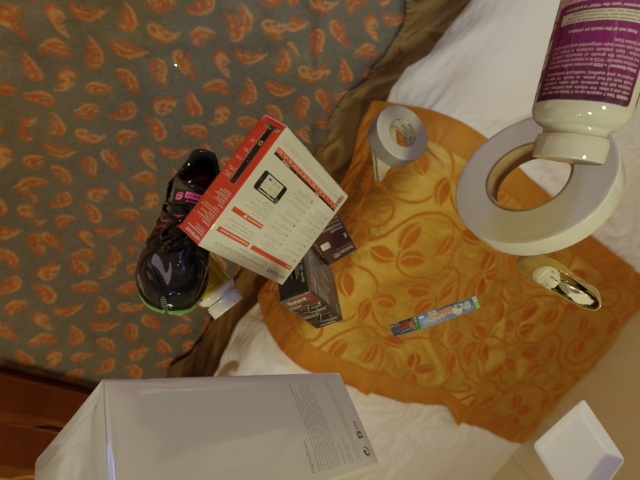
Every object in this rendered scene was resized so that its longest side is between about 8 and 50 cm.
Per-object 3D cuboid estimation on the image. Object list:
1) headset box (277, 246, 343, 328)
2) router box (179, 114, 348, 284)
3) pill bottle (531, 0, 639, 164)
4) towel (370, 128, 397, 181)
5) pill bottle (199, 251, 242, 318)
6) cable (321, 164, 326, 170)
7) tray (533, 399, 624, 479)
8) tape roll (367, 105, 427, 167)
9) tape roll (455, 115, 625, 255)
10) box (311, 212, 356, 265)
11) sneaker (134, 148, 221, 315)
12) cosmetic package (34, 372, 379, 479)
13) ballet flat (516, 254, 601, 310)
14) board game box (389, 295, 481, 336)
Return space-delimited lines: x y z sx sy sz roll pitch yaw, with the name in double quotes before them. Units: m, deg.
"headset box" -0.046 0.139 1.340 0.110 0.217 0.293 -22 142 15
"router box" -0.110 -0.074 0.952 0.301 0.082 0.335 -53 147 -1
"pill bottle" 0.500 -0.299 0.746 0.170 0.169 0.301 5 102 -22
"towel" 0.304 -0.430 1.908 0.187 0.049 0.282 -56 151 -24
"pill bottle" -0.325 0.114 1.147 0.119 0.119 0.208 -38 90 -1
"cable" -0.092 -0.169 1.502 0.287 0.072 0.139 -58 161 21
"tray" 0.550 0.457 0.858 0.271 0.145 0.030 -7 150 -38
"tape roll" 0.287 -0.385 1.489 0.220 0.072 0.218 5 75 -22
"tape roll" 0.544 -0.150 1.033 0.072 0.392 0.392 33 99 -38
"box" 0.000 0.000 1.615 0.169 0.167 0.203 -28 90 -41
"sneaker" -0.348 -0.043 1.006 0.186 0.482 0.202 7 144 -11
"cosmetic package" -0.121 0.284 0.507 0.366 0.155 0.197 20 124 -45
"ballet flat" 0.631 0.108 1.048 0.233 0.073 0.080 27 121 3
"board game box" 0.303 0.202 1.063 0.201 0.136 0.035 -12 74 -25
